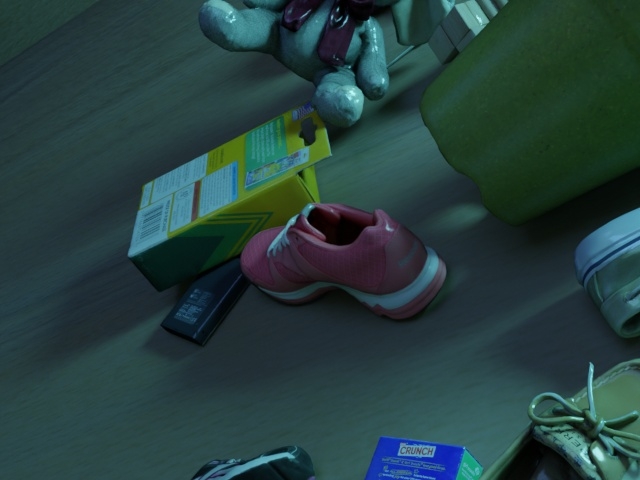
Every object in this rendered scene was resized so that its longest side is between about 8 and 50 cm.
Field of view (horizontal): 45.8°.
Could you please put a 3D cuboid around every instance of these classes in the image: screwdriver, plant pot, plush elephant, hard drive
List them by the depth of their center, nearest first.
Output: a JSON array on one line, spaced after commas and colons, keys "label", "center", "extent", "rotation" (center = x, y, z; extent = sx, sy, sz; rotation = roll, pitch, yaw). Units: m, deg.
[{"label": "plant pot", "center": [0.251, -0.155, 0.774], "extent": [0.254, 0.276, 0.276], "rotation": [-38, 32, 24]}, {"label": "hard drive", "center": [-0.156, 0.079, 1.064], "extent": [0.094, 0.022, 0.135], "rotation": [10, 58, 48]}, {"label": "plush elephant", "center": [0.040, -0.358, 1.128], "extent": [0.255, 0.272, 0.330], "rotation": [-56, -9, 29]}, {"label": "screwdriver", "center": [0.154, -0.317, 1.238], "extent": [0.170, 0.025, 0.024], "rotation": [-41, 34, 13]}]

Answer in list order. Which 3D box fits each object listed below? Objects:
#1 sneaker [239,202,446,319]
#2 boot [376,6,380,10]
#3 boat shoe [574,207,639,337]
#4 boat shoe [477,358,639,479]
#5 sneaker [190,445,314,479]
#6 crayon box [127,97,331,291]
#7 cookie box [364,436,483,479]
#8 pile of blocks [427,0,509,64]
[{"label": "sneaker", "center": [0.001, 0.000, 0.908], "extent": [0.314, 0.136, 0.116], "rotation": [3, 51, 45]}, {"label": "boot", "center": [0.134, -0.473, 1.351], "extent": [0.338, 0.118, 0.223], "rotation": [-51, 41, -9]}, {"label": "boat shoe", "center": [0.366, -0.013, 0.632], "extent": [0.302, 0.109, 0.094], "rotation": [-33, 49, 25]}, {"label": "boat shoe", "center": [0.175, 0.192, 0.566], "extent": [0.285, 0.089, 0.105], "rotation": [-47, 34, -12]}, {"label": "sneaker", "center": [-0.093, 0.249, 0.775], "extent": [0.178, 0.072, 0.077], "rotation": [-26, 25, 9]}, {"label": "crayon box", "center": [-0.119, -0.072, 1.126], "extent": [0.323, 0.083, 0.203], "rotation": [-26, 33, 12]}, {"label": "cookie box", "center": [0.080, 0.230, 0.656], "extent": [0.092, 0.040, 0.107], "rotation": [-4, 48, 41]}, {"label": "pile of blocks", "center": [0.329, -0.337, 1.040], "extent": [0.362, 0.149, 0.112], "rotation": [-35, 76, 23]}]
